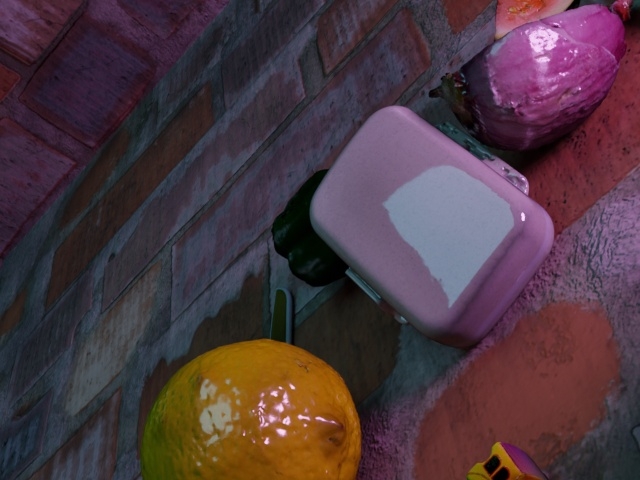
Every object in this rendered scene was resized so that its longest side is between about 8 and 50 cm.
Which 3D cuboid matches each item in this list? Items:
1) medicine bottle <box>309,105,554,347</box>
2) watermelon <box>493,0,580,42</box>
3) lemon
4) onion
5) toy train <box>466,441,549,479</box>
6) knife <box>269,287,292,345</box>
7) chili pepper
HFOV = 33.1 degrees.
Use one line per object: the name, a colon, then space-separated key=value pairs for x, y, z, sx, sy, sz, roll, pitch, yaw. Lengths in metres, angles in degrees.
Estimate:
medicine bottle: x=0.153 y=-0.028 z=1.605 sx=0.282 sy=0.123 sz=0.375 roll=-55 pitch=50 yaw=10
watermelon: x=0.358 y=-0.350 z=1.754 sx=0.145 sy=0.137 sz=0.193 roll=-4 pitch=5 yaw=14
lemon: x=-0.102 y=0.301 z=1.577 sx=0.336 sy=0.336 sz=0.336 roll=-39 pitch=31 yaw=30
onion: x=0.360 y=-0.241 z=1.603 sx=0.349 sy=0.159 sz=0.267 roll=-24 pitch=-2 yaw=-11
toy train: x=0.231 y=0.360 z=1.192 sx=0.160 sy=0.100 sz=0.296 roll=-49 pitch=28 yaw=10
knife: x=-0.076 y=0.201 z=1.954 sx=0.061 sy=0.027 sz=0.343 roll=-43 pitch=29 yaw=32
chili pepper: x=0.000 y=0.000 z=1.889 sx=0.261 sy=0.174 sz=0.165 roll=-49 pitch=3 yaw=40
